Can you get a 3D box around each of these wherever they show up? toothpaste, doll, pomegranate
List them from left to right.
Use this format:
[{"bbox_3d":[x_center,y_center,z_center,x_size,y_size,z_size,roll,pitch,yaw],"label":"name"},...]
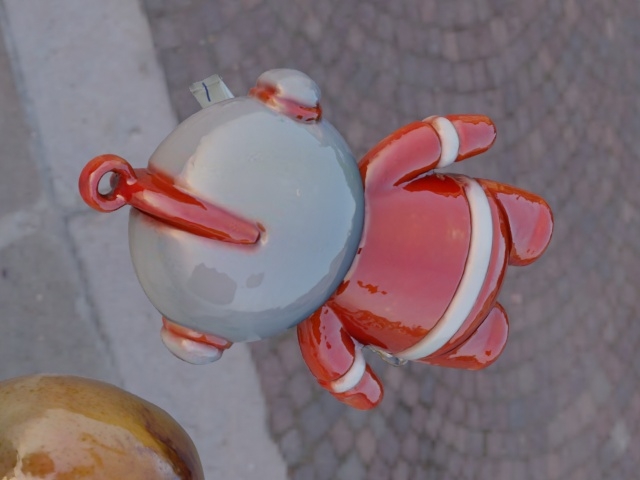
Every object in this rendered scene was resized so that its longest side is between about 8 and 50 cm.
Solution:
[{"bbox_3d":[-0.272,0.271,1.511,0.319,0.319,0.319,7,81,-50],"label":"pomegranate"},{"bbox_3d":[-0.036,-0.051,1.277,0.033,0.052,0.218,-47,109,-28],"label":"toothpaste"},{"bbox_3d":[0.000,0.000,0.873,0.336,0.105,0.199,12,105,-42],"label":"doll"}]

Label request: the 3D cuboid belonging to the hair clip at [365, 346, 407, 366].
[{"bbox_3d":[-0.015,0.027,1.181,0.062,0.214,0.056,-51,165,-6],"label":"hair clip"}]
